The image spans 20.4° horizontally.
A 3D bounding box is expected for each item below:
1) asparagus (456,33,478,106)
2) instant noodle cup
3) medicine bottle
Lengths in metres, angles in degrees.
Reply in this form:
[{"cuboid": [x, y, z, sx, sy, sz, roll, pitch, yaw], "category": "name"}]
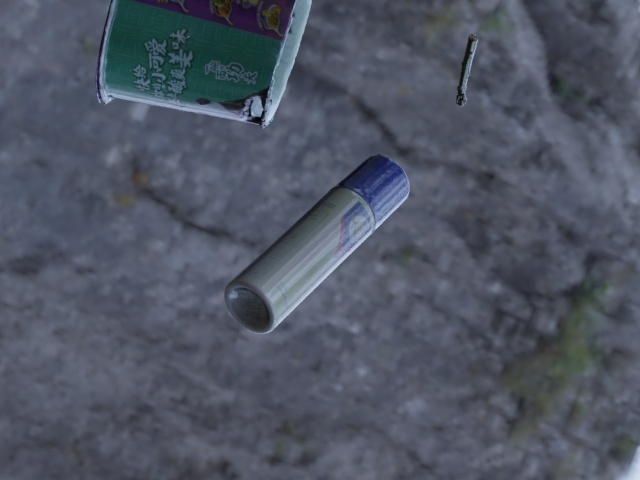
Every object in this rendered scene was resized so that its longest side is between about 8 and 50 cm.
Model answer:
[{"cuboid": [0.194, -0.226, 2.368, 0.127, 0.015, 0.018, 97, -28, -50], "category": "asparagus"}, {"cuboid": [-0.120, -0.243, 1.980, 0.251, 0.190, 0.251, 17, 90, -87], "category": "instant noodle cup"}, {"cuboid": [0.000, 0.000, 1.657, 0.059, 0.059, 0.231, -25, -166, 49], "category": "medicine bottle"}]
